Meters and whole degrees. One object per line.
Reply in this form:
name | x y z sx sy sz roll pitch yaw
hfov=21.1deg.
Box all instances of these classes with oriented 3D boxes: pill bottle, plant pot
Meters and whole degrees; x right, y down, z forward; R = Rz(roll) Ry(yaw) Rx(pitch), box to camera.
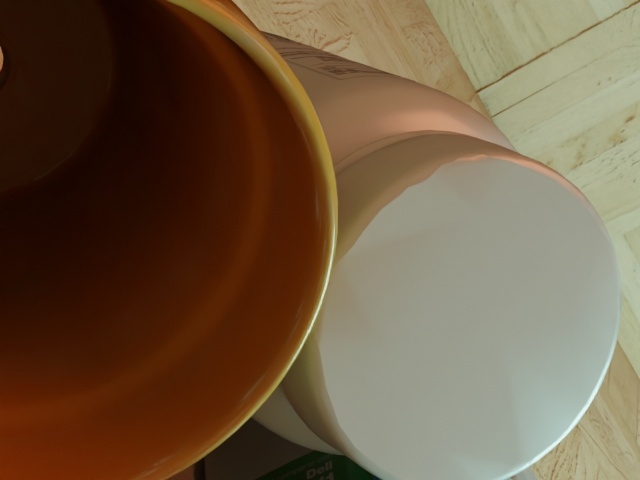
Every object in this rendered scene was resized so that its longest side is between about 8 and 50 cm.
pill bottle | 0.000 0.000 0.765 0.160 0.160 0.283 53 -10 -25
plant pot | -0.119 -0.034 0.627 0.205 0.205 0.188 51 3 -33

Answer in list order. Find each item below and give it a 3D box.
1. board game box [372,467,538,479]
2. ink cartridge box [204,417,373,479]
board game box | 0.125 0.279 0.705 0.390 0.050 0.390 56 15 -10
ink cartridge box | 0.011 0.127 0.909 0.153 0.087 0.208 51 18 -33
